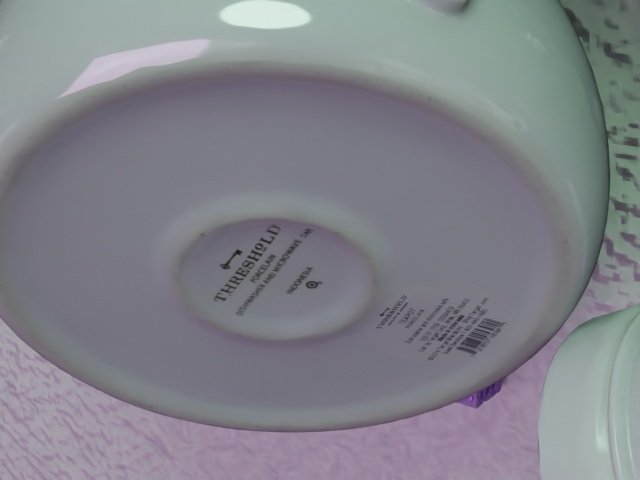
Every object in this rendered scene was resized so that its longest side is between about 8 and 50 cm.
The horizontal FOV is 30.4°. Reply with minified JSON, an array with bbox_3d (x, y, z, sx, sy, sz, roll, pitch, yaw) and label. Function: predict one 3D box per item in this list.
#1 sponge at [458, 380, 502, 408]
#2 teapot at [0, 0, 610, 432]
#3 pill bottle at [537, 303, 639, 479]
[{"bbox_3d":[0.000,0.000,0.605,0.210,0.031,0.117,15,115,36],"label":"sponge"},{"bbox_3d":[-0.011,-0.059,0.457,0.256,0.187,0.252,-12,139,17],"label":"teapot"},{"bbox_3d":[0.227,0.043,0.326,0.323,0.181,0.181,-23,91,44],"label":"pill bottle"}]
